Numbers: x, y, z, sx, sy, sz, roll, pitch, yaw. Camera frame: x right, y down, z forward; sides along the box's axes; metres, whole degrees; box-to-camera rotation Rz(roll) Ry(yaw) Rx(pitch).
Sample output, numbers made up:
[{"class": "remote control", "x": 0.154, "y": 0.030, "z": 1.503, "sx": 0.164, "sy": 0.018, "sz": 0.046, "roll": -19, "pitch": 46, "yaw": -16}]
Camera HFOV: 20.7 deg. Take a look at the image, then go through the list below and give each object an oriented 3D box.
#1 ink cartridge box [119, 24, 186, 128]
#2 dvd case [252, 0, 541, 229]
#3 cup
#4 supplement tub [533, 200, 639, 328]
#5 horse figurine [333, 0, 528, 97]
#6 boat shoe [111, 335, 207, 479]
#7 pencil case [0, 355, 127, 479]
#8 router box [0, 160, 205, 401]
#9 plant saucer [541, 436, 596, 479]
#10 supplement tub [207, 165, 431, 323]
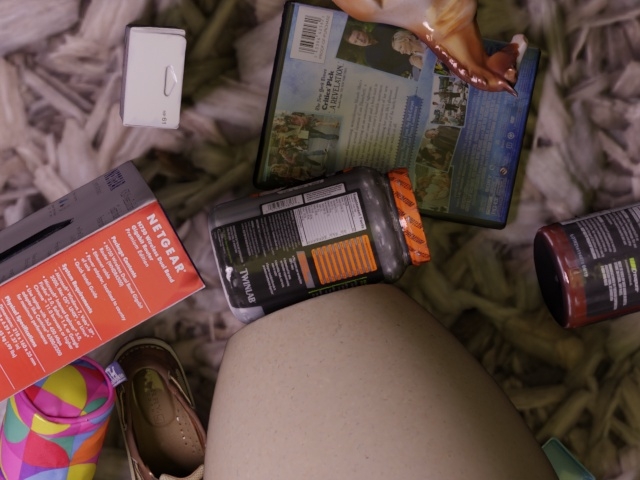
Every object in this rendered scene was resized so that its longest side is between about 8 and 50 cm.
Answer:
[{"class": "ink cartridge box", "x": -0.153, "y": -0.149, "z": 1.579, "sx": 0.052, "sy": 0.122, "sz": 0.088, "roll": 3, "pitch": 97, "yaw": -10}, {"class": "dvd case", "x": 0.073, "y": -0.118, "z": 1.672, "sx": 0.253, "sy": 0.022, "sz": 0.180, "roll": 9, "pitch": 97, "yaw": -11}, {"class": "cup", "x": 0.029, "y": 0.177, "z": 1.584, "sx": 0.331, "sy": 0.331, "sz": 0.237, "roll": -17, "pitch": 78, "yaw": -6}, {"class": "supplement tub", "x": 0.313, "y": 0.014, "z": 1.688, "sx": 0.198, "sy": 0.106, "sz": 0.106, "roll": -14, "pitch": 100, "yaw": -7}, {"class": "horse figurine", "x": 0.082, "y": -0.252, "z": 1.623, "sx": 0.263, "sy": 0.066, "sz": 0.174, "roll": 19, "pitch": 82, "yaw": -14}, {"class": "boat shoe", "x": -0.136, "y": 0.221, "z": 1.649, "sx": 0.095, "sy": 0.095, "sz": 0.257, "roll": -24, "pitch": 101, "yaw": -5}, {"class": "pencil case", "x": -0.249, "y": 0.198, "z": 1.583, "sx": 0.104, "sy": 0.104, "sz": 0.236, "roll": 13, "pitch": 128, "yaw": -11}, {"class": "router box", "x": -0.262, "y": 0.052, "z": 1.485, "sx": 0.301, "sy": 0.335, "sz": 0.082, "roll": -30, "pitch": 102, "yaw": -5}, {"class": "plant saucer", "x": 0.186, "y": 0.283, "z": 1.751, "sx": 0.192, "sy": 0.018, "sz": 0.067, "roll": -45, "pitch": 102, "yaw": -1}, {"class": "supplement tub", "x": 0.000, "y": 0.000, "z": 1.616, "sx": 0.190, "sy": 0.117, "sz": 0.117, "roll": -15, "pitch": 100, "yaw": 2}]
